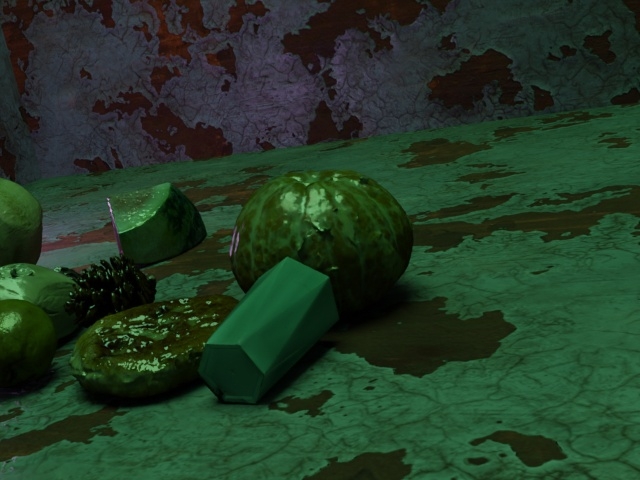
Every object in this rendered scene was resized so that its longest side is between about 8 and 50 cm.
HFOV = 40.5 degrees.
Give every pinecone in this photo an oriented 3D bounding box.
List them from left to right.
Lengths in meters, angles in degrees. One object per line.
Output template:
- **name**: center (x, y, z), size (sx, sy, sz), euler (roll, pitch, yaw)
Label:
- **pinecone**: center (-0.387, 0.106, 1.607), size (0.173, 0.174, 0.173), euler (-10, 14, 3)

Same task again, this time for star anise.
- **star anise**: center (-0.643, 0.100, 2.018), size (0.195, 0.065, 0.182), euler (-14, 12, 4)

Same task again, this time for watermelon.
- **watermelon**: center (-0.438, -0.020, 2.239), size (0.231, 0.193, 0.310), euler (19, 41, 27)

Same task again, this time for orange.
- **orange**: center (0.000, 0.000, 1.544), size (0.329, 0.249, 0.329), euler (-5, 20, 2)

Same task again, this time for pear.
- **pear**: center (-0.520, 0.176, 1.464), size (0.148, 0.149, 0.162), euler (-14, 28, -13)

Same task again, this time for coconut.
- **coconut**: center (-0.830, -0.003, 2.114), size (0.297, 0.297, 0.255), euler (-7, 30, 15)

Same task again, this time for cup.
- **cup**: center (-0.085, 0.140, 1.303), size (0.148, 0.134, 0.235), euler (-40, 2, 36)

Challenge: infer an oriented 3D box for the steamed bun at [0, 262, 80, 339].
- **steamed bun**: center (-0.556, 0.112, 1.650), size (0.169, 0.153, 0.238), euler (8, 11, 14)

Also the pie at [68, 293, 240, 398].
- **pie**: center (-0.256, 0.167, 1.409), size (0.315, 0.092, 0.315), euler (-9, 15, 2)
